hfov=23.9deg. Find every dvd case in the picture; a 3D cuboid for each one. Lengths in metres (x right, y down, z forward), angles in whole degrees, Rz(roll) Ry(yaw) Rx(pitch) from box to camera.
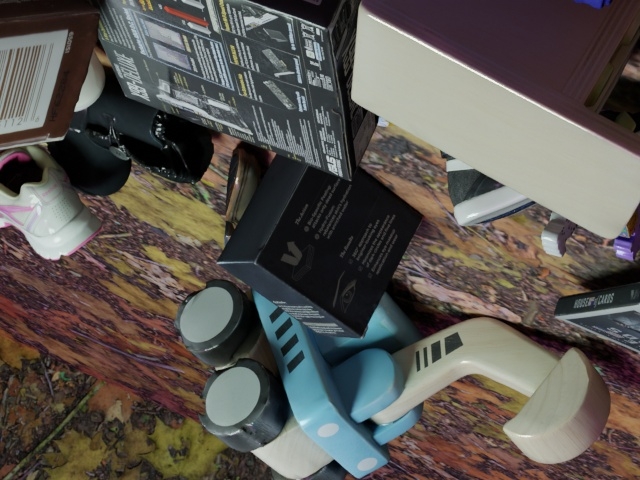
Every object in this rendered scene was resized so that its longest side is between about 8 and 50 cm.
[{"bbox_3d":[0.353,0.093,1.507,0.179,0.030,0.238,23,170,-7],"label":"dvd case"}]

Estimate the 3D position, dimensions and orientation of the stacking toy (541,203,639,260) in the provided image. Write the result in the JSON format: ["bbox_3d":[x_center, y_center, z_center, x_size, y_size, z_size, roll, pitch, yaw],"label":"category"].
[{"bbox_3d":[0.271,-0.033,1.340,0.167,0.052,0.221,16,157,26],"label":"stacking toy"}]

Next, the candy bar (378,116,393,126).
[{"bbox_3d":[0.005,-0.136,1.478,0.161,0.018,0.040,15,161,32],"label":"candy bar"}]

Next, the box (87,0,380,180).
[{"bbox_3d":[-0.077,-0.178,1.299,0.242,0.077,0.307,21,163,12],"label":"box"}]

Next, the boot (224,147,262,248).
[{"bbox_3d":[-0.057,-0.044,1.769,0.106,0.082,0.219,5,157,-2],"label":"boot"}]

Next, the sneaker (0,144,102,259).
[{"bbox_3d":[-0.364,-0.073,1.796,0.252,0.103,0.111,20,142,39],"label":"sneaker"}]

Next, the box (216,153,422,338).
[{"bbox_3d":[0.000,0.000,1.634,0.158,0.156,0.093,37,161,-25],"label":"box"}]

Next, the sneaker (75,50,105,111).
[{"bbox_3d":[-0.313,-0.228,1.534,0.123,0.106,0.290,9,153,49],"label":"sneaker"}]

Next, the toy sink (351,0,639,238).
[{"bbox_3d":[0.155,-0.131,1.104,0.234,0.131,0.153,29,163,10],"label":"toy sink"}]

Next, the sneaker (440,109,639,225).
[{"bbox_3d":[0.187,-0.101,1.228,0.217,0.121,0.079,-22,171,28],"label":"sneaker"}]

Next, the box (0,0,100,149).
[{"bbox_3d":[-0.388,-0.224,1.294,0.381,0.191,0.143,41,126,28],"label":"box"}]

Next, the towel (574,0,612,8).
[{"bbox_3d":[0.065,-0.279,0.936,0.308,0.076,0.228,24,155,12],"label":"towel"}]

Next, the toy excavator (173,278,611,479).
[{"bbox_3d":[0.086,0.157,1.886,0.222,0.445,0.433,46,-164,-46],"label":"toy excavator"}]

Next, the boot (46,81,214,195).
[{"bbox_3d":[-0.217,-0.104,1.754,0.207,0.094,0.246,23,156,25],"label":"boot"}]
